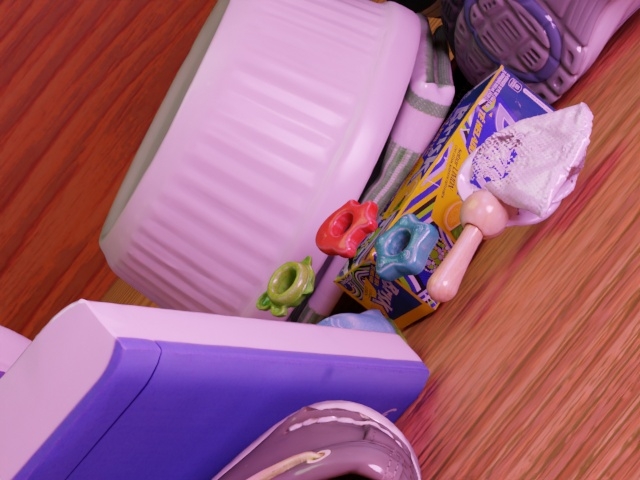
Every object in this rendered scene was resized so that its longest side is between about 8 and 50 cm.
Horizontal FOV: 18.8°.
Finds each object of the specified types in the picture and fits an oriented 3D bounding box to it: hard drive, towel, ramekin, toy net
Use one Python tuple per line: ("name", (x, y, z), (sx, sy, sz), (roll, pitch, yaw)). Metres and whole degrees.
("hard drive", (-0.084, 0.122, 0.924), (0.210, 0.040, 0.319), (-49, -22, 14))
("towel", (0.000, 0.000, 1.381), (0.325, 0.038, 0.248), (-58, 9, 16))
("ramekin", (-0.049, -0.063, 1.323), (0.273, 0.127, 0.273), (-60, 9, 16))
("toy net", (0.067, 0.001, 1.095), (0.232, 0.045, 0.122), (-40, 36, 15))

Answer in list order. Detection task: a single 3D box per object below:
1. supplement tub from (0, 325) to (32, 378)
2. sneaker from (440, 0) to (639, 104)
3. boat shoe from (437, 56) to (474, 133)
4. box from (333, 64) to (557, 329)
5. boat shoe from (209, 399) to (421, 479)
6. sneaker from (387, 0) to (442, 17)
("supplement tub", (-0.317, 0.222, 1.322), (0.241, 0.241, 0.331), (145, 139, -63))
("sneaker", (0.187, -0.180, 1.248), (0.129, 0.111, 0.297), (-30, -6, -37))
("boat shoe", (0.135, -0.138, 1.411), (0.183, 0.066, 0.066), (-59, 11, 14))
("box", (0.081, -0.027, 1.202), (0.169, 0.054, 0.059), (-55, 9, -27))
("boat shoe", (-0.072, 0.194, 0.843), (0.305, 0.109, 0.091), (-46, 3, 1))
("sneaker", (0.039, -0.217, 1.405), (0.226, 0.163, 0.086), (180, 96, -72))
